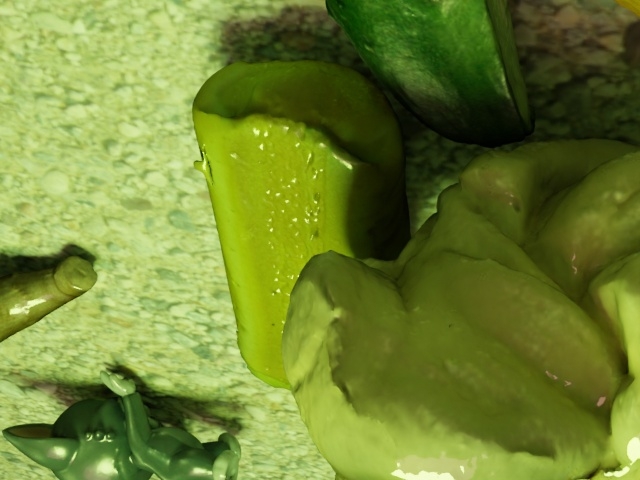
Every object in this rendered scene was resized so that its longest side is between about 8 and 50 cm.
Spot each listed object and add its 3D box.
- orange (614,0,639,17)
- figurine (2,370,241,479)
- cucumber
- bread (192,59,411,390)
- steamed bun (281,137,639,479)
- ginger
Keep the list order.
[{"bbox_3d":[0.177,-0.239,0.473,0.357,0.322,0.322,32,142,-11],"label":"orange"},{"bbox_3d":[-0.193,0.248,1.422,0.265,0.140,0.193,23,170,32],"label":"figurine"},{"bbox_3d":[0.059,-0.159,0.806,0.145,0.105,0.325,-2,143,22],"label":"cucumber"},{"bbox_3d":[0.000,0.000,1.028,0.166,0.112,0.383,17,145,18],"label":"bread"},{"bbox_3d":[0.164,0.049,0.850,0.372,0.325,0.230,-6,99,3],"label":"steamed bun"},{"bbox_3d":[-0.383,0.091,1.255,0.080,0.333,0.166,64,169,-1],"label":"ginger"}]
